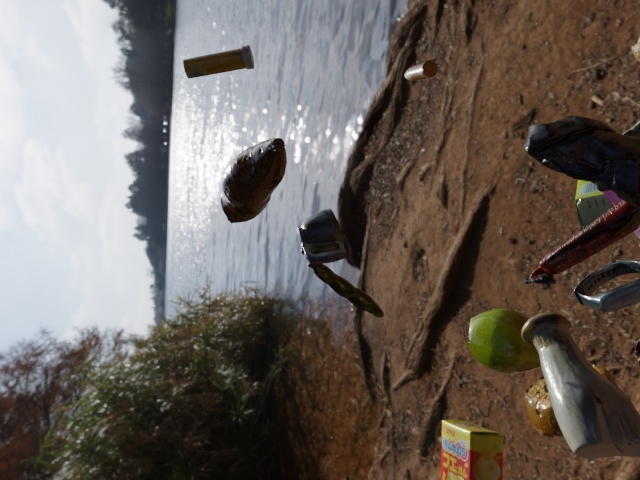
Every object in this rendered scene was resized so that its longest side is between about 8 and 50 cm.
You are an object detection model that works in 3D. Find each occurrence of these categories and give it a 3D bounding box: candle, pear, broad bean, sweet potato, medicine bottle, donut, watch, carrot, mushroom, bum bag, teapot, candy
[{"bbox_3d":[0.576,0.008,0.984,0.301,0.084,0.059,-42,22,28],"label":"candle"},{"bbox_3d":[0.546,0.291,1.295,0.187,0.219,0.188,0,-90,-65],"label":"pear"},{"bbox_3d":[0.064,0.124,1.154,0.060,0.297,0.043,4,61,55],"label":"broad bean"},{"bbox_3d":[-0.153,-0.146,1.013,0.336,0.131,0.131,135,134,-64],"label":"sweet potato"},{"bbox_3d":[0.971,-0.162,1.549,0.141,0.250,0.137,-13,117,42],"label":"medicine bottle"},{"bbox_3d":[0.880,0.561,1.570,0.299,0.317,0.150,-26,91,46],"label":"donut"},{"bbox_3d":[0.883,0.139,1.359,0.068,0.206,0.193,58,-162,-9],"label":"watch"},{"bbox_3d":[0.276,-0.477,1.278,0.139,0.048,0.048,-150,64,-68],"label":"carrot"},{"bbox_3d":[0.564,0.309,0.983,0.329,0.159,0.122,-98,19,-44],"label":"mushroom"},{"bbox_3d":[0.503,-0.115,0.728,0.340,0.144,0.095,32,143,22],"label":"bum bag"},{"bbox_3d":[-0.326,-0.571,1.443,0.074,0.218,0.074,-10,-90,-88],"label":"medicine bottle"},{"bbox_3d":[0.000,0.002,1.093,0.111,0.108,0.149,88,164,-67],"label":"teapot"},{"bbox_3d":[0.351,0.581,1.058,0.146,0.088,0.276,143,135,-75],"label":"candy"}]

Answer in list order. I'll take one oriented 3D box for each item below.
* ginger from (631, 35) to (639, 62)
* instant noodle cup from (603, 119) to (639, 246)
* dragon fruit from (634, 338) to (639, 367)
[{"bbox_3d":[0.907,-0.535,1.219,0.096,0.067,0.165,54,-172,27],"label":"ginger"},{"bbox_3d":[0.881,-0.187,1.154,0.266,0.339,0.340,51,147,14],"label":"instant noodle cup"},{"bbox_3d":[1.037,0.430,1.249,0.263,0.296,0.314,-59,-8,-10],"label":"dragon fruit"}]
